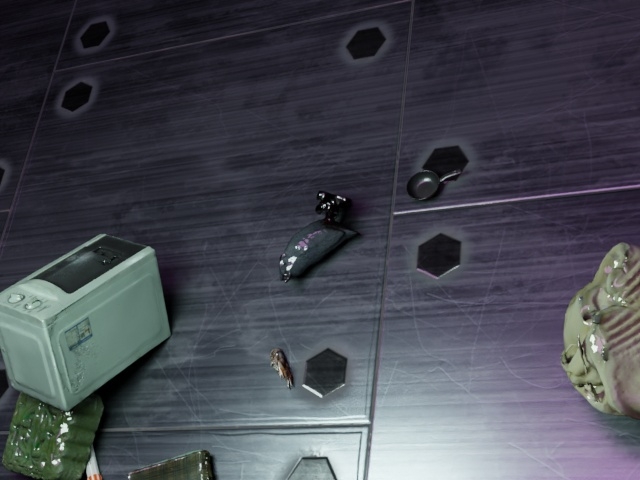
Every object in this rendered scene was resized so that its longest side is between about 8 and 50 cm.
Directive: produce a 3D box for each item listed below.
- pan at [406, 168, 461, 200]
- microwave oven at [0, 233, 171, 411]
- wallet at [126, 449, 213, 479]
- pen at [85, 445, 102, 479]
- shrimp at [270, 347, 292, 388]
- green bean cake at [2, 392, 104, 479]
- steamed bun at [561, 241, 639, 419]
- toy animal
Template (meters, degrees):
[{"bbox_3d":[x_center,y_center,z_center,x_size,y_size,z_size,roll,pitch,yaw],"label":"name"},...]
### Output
[{"bbox_3d":[0.225,-0.112,1.968,0.115,0.023,0.068,-18,53,19],"label":"pan"},{"bbox_3d":[-0.468,0.150,1.954,0.181,0.237,0.295,14,34,32],"label":"microwave oven"},{"bbox_3d":[-0.255,0.540,1.790,0.169,0.044,0.317,-20,55,9],"label":"wallet"},{"bbox_3d":[-0.457,0.421,1.974,0.028,0.028,0.239,-31,52,6],"label":"pen"},{"bbox_3d":[-0.077,0.236,1.893,0.029,0.038,0.092,-35,51,4],"label":"shrimp"},{"bbox_3d":[-0.533,0.381,1.976,0.183,0.094,0.184,1,73,36],"label":"green bean cake"},{"bbox_3d":[0.515,0.165,1.555,0.280,0.207,0.267,12,64,2],"label":"steamed bun"},{"bbox_3d":[0.000,0.004,1.990,0.117,0.121,0.210,28,93,-8],"label":"toy animal"}]
